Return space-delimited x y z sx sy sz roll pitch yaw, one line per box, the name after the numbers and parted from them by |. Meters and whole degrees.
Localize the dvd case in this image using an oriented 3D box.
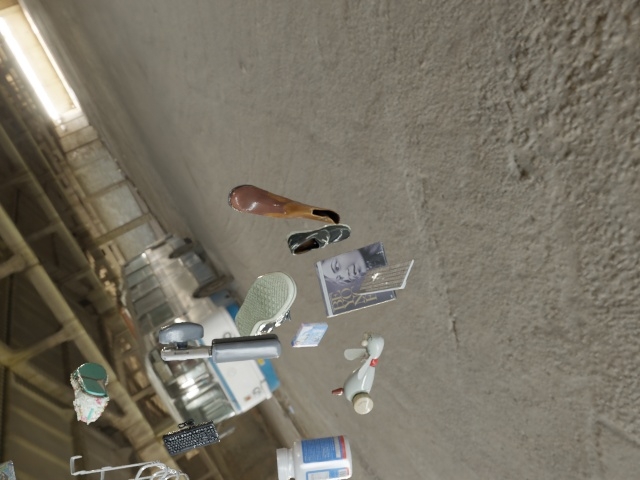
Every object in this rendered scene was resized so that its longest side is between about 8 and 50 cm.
0.095 0.113 1.537 0.018 0.221 0.165 6 -113 -59 | dvd case

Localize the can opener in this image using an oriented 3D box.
-0.236 0.237 1.280 0.076 0.283 0.095 -144 52 -74 | can opener

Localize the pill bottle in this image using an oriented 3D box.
-0.021 0.670 1.653 0.124 0.221 0.125 176 90 -85 | pill bottle

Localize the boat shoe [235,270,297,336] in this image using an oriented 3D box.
-0.199 0.258 2.186 0.187 0.155 0.500 63 144 19 | boat shoe

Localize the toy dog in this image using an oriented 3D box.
0.143 0.529 2.199 0.220 0.160 0.334 -173 90 -73 | toy dog

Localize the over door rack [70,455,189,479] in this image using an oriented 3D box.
-0.627 0.792 1.786 0.240 0.323 0.108 80 -167 -58 | over door rack

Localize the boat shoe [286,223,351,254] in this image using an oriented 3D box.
0.000 0.000 1.903 0.079 0.232 0.084 -113 16 -49 | boat shoe

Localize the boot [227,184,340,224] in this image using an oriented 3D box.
-0.118 -0.097 1.698 0.280 0.096 0.264 17 178 44 | boot

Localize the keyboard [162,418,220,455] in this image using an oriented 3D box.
-0.436 0.650 1.807 0.023 0.180 0.108 -93 -15 -81 | keyboard

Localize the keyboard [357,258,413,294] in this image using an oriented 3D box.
0.154 0.093 1.329 0.014 0.072 0.256 24 164 -14 | keyboard

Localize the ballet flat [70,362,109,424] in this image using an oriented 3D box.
-0.540 0.351 1.252 0.091 0.077 0.241 18 178 -21 | ballet flat

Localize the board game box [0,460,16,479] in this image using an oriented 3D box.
-1.089 0.865 1.837 0.305 0.053 0.193 135 117 -67 | board game box

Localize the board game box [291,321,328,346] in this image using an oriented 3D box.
-0.034 0.288 1.656 0.020 0.090 0.090 58 133 42 | board game box
